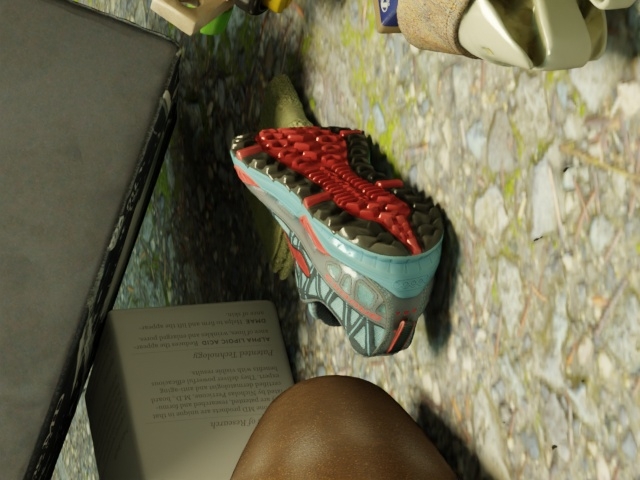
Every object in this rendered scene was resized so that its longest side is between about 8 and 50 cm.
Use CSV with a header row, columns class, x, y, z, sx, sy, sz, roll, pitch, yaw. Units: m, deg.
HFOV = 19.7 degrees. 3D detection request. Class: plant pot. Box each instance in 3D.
class,x,y,z,sx,sy,sz,roll,pitch,yaw
plant pot,0.015,0.199,1.225,0.230,0.215,0.215,-99,15,-58

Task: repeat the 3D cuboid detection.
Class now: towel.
class,x,y,z,sx,sy,sz,roll,pitch,yaw
towel,-0.031,-0.053,1.525,0.110,0.027,0.148,-114,27,-46

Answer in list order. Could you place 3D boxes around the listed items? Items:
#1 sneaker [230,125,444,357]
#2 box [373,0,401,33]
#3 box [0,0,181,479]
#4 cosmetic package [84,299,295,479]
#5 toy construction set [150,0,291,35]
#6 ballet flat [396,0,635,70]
class,x,y,z,sx,sy,sz,roll,pitch,yaw
sneaker,0.000,0.000,1.340,0.262,0.104,0.125,-129,38,-59
box,0.079,-0.236,1.184,0.225,0.036,0.136,144,120,-65
box,-0.332,0.032,1.617,0.472,0.297,0.480,138,151,-86
cosmetic package,-0.108,0.169,1.592,0.151,0.151,0.184,114,147,-53
toy construction set,-0.099,-0.303,1.405,0.309,0.257,0.237,-82,4,-45
ballet flat,0.125,-0.154,0.976,0.316,0.107,0.106,123,132,-60
